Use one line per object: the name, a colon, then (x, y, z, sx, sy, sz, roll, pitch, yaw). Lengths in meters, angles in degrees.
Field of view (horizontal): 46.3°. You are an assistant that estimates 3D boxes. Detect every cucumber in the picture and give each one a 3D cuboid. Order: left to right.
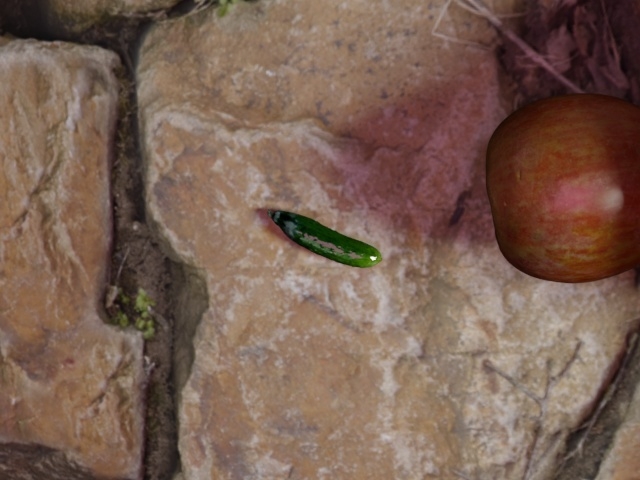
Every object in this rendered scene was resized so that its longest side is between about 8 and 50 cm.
cucumber: (0.000, 0.000, 0.904, 0.155, 0.037, 0.037, 24, 108, 10)

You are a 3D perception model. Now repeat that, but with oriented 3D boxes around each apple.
apple: (0.253, -0.052, 0.738, 0.174, 0.188, 0.188, -11, 99, 12)
